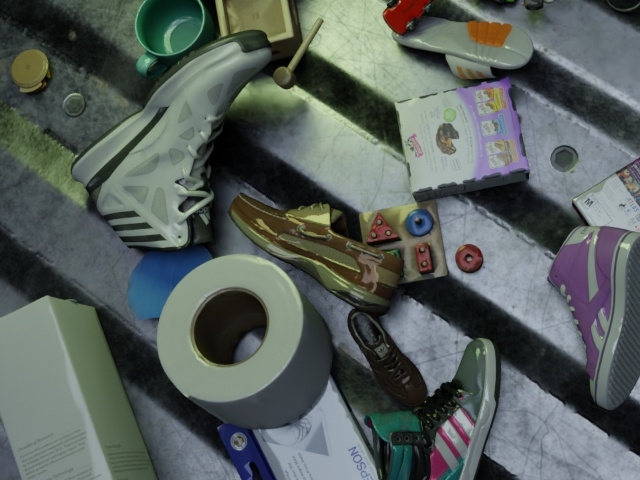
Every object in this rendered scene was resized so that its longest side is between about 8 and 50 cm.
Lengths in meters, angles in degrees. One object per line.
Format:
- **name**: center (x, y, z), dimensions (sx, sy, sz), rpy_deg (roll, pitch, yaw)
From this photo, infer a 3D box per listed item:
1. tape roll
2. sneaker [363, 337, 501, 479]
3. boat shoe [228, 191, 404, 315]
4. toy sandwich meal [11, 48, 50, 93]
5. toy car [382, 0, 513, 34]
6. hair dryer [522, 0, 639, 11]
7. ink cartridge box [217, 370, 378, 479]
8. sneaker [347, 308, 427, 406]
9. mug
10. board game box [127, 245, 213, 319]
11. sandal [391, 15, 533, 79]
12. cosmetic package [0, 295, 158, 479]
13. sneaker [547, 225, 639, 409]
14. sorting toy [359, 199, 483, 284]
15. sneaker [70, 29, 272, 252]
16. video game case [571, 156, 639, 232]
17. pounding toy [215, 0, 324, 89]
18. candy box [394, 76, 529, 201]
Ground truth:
- **tape roll**: center (-0.118, 0.165, 1.652), dimensions (0.246, 0.169, 0.246), rpy_deg (-7, 65, 15)
- **sneaker**: center (0.162, 0.278, 1.607), dimensions (0.178, 0.124, 0.296), rpy_deg (18, 84, -12)
- **boat shoe**: center (0.000, 0.000, 1.696), dimensions (0.324, 0.122, 0.120), rpy_deg (32, 95, 20)
- **toy sandwich meal**: center (-0.541, -0.317, 1.931), dimensions (0.085, 0.029, 0.086), rpy_deg (-4, 75, 14)
- **toy car**: center (0.229, -0.451, 1.752), dimensions (0.224, 0.053, 0.239), rpy_deg (11, 98, -13)
- **hair dryer**: center (0.430, -0.521, 1.754), dimensions (0.223, 0.080, 0.294), rpy_deg (-4, 82, -8)
- **ink cartridge box**: center (-0.036, 0.350, 1.690), dimensions (0.224, 0.045, 0.223), rpy_deg (-30, 75, 5)
- **sneaker**: center (0.101, 0.191, 1.677), dimensions (0.066, 0.071, 0.188), rpy_deg (-39, 74, 2)
- **mug**: center (-0.266, -0.369, 1.845), dimensions (0.157, 0.097, 0.130), rpy_deg (-24, 76, 7)
- **board game box**: center (-0.253, 0.077, 1.790), dimensions (0.168, 0.033, 0.133), rpy_deg (-8, 60, 17)
- **sandal**: center (0.244, -0.321, 1.745), dimensions (0.265, 0.076, 0.102), rpy_deg (20, 54, 35)
- **cosmetic package**: center (-0.412, 0.291, 1.704), dimensions (0.155, 0.197, 0.366), rpy_deg (-27, 74, 7)
- **sneaker**: center (0.431, 0.115, 1.623), dimensions (0.161, 0.102, 0.282), rpy_deg (13, 100, 47)
- **sorting toy**: center (0.127, 0.006, 1.720), dimensions (0.274, 0.046, 0.132), rpy_deg (-10, 78, 10)
- **sneaker**: center (-0.201, -0.141, 1.740), dimensions (0.447, 0.169, 0.258), rpy_deg (-37, 85, 27)
- **video game case**: center (0.552, -0.024, 1.637), dimensions (0.210, 0.042, 0.232), rpy_deg (-33, 75, 5)
- **pounding toy**: center (-0.074, -0.353, 1.803), dimensions (0.181, 0.094, 0.206), rpy_deg (-12, 78, 10)
- **candy box**: center (0.235, -0.166, 1.716), dimensions (0.196, 0.070, 0.165), rpy_deg (-11, 78, 9)
